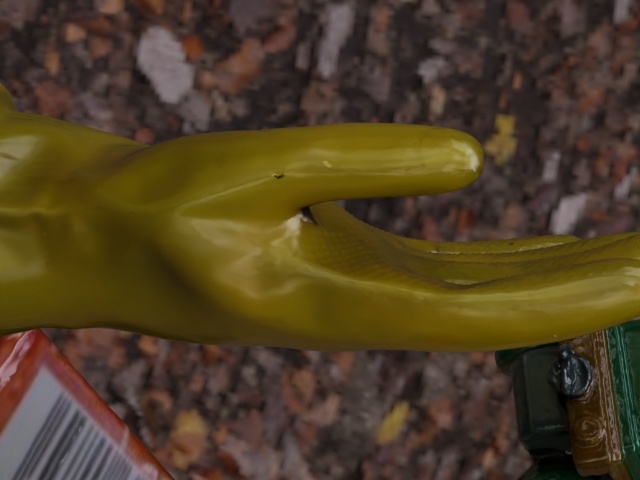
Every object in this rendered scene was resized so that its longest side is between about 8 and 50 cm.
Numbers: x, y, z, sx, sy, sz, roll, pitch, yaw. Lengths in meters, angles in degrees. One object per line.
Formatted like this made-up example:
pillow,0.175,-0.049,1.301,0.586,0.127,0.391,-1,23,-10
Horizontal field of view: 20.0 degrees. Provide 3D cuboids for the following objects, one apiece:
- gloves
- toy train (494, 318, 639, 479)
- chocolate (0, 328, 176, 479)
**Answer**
gloves,0.000,0.000,0.717,0.133,0.294,0.116,-68,160,-74
toy train,0.165,0.097,0.919,0.228,0.136,0.091,52,30,-59
chocolate,-0.199,0.096,0.954,0.108,0.234,0.237,-54,142,-16
